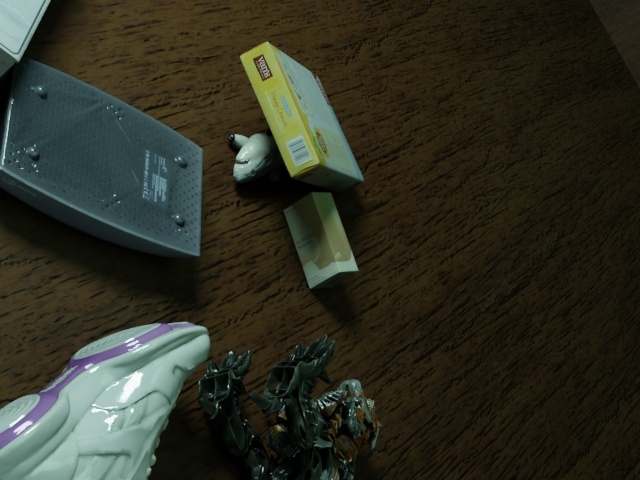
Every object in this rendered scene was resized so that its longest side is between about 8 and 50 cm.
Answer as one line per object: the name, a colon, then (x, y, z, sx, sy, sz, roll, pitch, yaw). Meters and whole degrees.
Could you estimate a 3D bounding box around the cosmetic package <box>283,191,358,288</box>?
cosmetic package: (0.000, 0.000, 1.463, 0.041, 0.060, 0.115, -1, 65, -49)

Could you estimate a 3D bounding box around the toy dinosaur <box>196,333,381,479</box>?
toy dinosaur: (-0.024, 0.229, 1.215, 0.322, 0.164, 0.218, -67, 138, -72)

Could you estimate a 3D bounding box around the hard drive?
hard drive: (-0.243, -0.082, 1.239, 0.254, 0.054, 0.172, 26, 48, -37)

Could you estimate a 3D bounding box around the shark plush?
shark plush: (-0.067, -0.104, 1.487, 0.161, 0.073, 0.067, 7, 80, -68)

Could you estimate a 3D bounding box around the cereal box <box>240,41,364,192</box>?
cereal box: (-0.019, -0.155, 1.486, 0.173, 0.047, 0.240, 67, 13, 9)

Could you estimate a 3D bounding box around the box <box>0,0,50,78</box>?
box: (-0.372, -0.313, 1.221, 0.169, 0.087, 0.290, 38, 41, -26)

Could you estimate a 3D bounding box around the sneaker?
sneaker: (-0.205, 0.184, 1.078, 0.305, 0.114, 0.152, -37, 107, -48)
